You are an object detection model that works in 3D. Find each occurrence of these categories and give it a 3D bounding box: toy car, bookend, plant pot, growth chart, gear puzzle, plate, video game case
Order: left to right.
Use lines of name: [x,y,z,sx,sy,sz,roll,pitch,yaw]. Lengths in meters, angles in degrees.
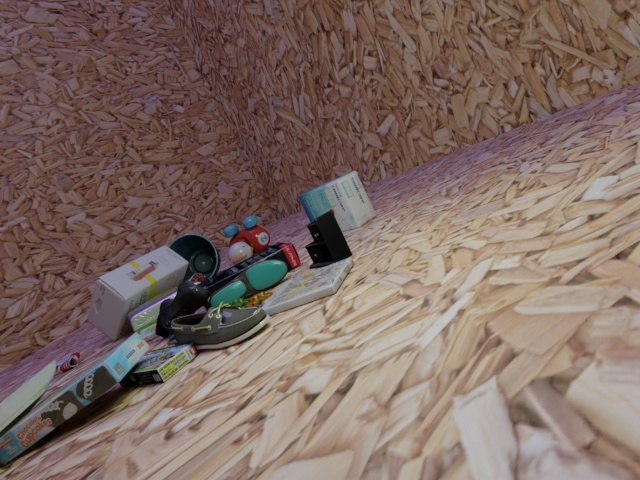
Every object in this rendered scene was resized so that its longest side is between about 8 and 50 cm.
plate: [-0.758,0.443,0.971,0.278,0.045,0.277,-45,7,19]
growth chart: [-1.169,0.554,1.822,0.237,0.021,0.172,-28,9,-16]
plant pot: [-0.658,0.112,2.251,0.272,0.271,0.255,-26,-5,-3]
gear puzzle: [-0.288,0.210,1.217,0.339,0.044,0.175,-23,4,22]
toy car: [-0.349,0.041,1.971,0.210,0.219,0.238,-23,23,14]
video game case: [-0.034,0.123,1.126,0.227,0.026,0.206,-22,10,23]
bookend: [0.000,0.000,1.325,0.072,0.157,0.156,-31,11,-32]

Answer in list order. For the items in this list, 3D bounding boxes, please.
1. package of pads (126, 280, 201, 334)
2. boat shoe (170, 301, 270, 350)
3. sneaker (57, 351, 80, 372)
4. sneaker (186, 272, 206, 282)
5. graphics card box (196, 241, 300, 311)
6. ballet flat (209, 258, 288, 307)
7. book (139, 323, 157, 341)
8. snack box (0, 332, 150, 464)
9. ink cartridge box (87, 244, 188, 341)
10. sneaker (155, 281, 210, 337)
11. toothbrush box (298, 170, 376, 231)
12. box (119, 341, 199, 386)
package of pads: [-0.621,0.267,1.692,0.297,0.101,0.229,-30,10,-27]
boat shoe: [-0.259,0.208,1.043,0.305,0.091,0.109,-20,9,31]
sneaker: [-0.987,0.478,1.680,0.067,0.042,0.118,-28,16,13]
sneaker: [-0.635,0.227,2.014,0.093,0.088,0.225,-22,9,32]
graphics card box: [-0.272,0.127,1.556,0.371,0.094,0.233,-27,9,-16]
ballet flat: [-0.239,0.143,1.392,0.281,0.095,0.096,-27,-3,-7]
book: [-0.576,0.319,1.506,0.144,0.035,0.096,-26,12,-11]
snack box: [-0.577,0.360,0.990,0.322,0.060,0.187,-36,8,2]
ink cartridge box: [-0.806,0.228,1.881,0.279,0.160,0.385,-61,-11,30]
sneaker: [-0.446,0.231,1.348,0.286,0.109,0.130,-39,32,41]
toothbrush box: [0.068,-0.151,1.828,0.126,0.216,0.296,-33,12,-36]
box: [-0.410,0.311,1.049,0.207,0.036,0.114,-19,11,37]
